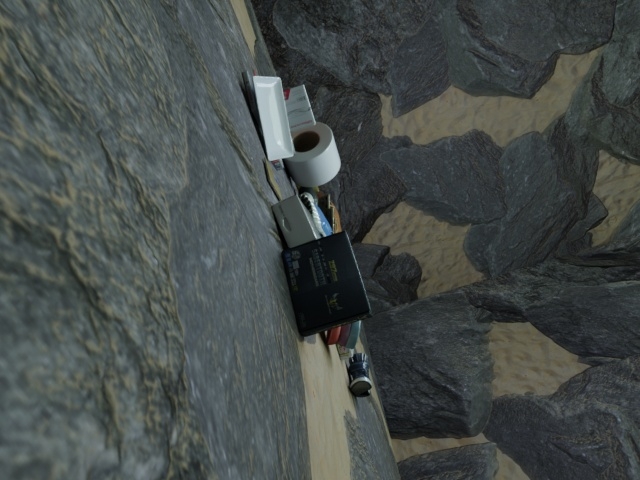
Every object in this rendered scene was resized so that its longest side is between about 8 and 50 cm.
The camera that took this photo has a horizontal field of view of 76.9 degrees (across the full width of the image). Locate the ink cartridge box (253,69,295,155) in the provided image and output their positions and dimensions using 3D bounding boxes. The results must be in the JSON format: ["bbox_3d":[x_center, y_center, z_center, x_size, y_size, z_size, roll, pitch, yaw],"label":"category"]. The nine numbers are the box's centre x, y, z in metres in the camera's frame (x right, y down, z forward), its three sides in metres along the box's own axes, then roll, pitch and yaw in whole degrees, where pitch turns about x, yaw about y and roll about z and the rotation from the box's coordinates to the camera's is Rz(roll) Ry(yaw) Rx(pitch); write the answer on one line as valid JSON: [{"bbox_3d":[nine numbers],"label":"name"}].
[{"bbox_3d":[-0.178,-0.498,1.573,0.275,0.060,0.238,67,8,-50],"label":"ink cartridge box"}]

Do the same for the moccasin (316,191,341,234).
[{"bbox_3d":[0.013,-0.086,1.909,0.147,0.139,0.379,52,24,-52],"label":"moccasin"}]

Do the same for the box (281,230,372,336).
[{"bbox_3d":[0.013,0.108,1.033,0.059,0.184,0.232,63,11,-63],"label":"box"}]

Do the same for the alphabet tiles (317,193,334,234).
[{"bbox_3d":[0.015,-0.003,1.585,0.285,0.011,0.342,176,-87,-77],"label":"alphabet tiles"}]

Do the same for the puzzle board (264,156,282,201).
[{"bbox_3d":[-0.151,-0.189,1.285,0.128,0.011,0.096,65,7,-58],"label":"puzzle board"}]

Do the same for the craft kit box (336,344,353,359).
[{"bbox_3d":[0.076,0.339,1.666,0.250,0.061,0.246,8,67,-84],"label":"craft kit box"}]

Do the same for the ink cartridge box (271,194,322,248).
[{"bbox_3d":[-0.060,-0.034,1.217,0.203,0.086,0.148,50,15,-78],"label":"ink cartridge box"}]

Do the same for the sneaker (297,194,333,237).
[{"bbox_3d":[0.000,0.000,1.398,0.147,0.130,0.329,14,56,-58],"label":"sneaker"}]

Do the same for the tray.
[{"bbox_3d":[-0.165,-0.411,1.366,0.145,0.030,0.270,-29,113,-53],"label":"tray"}]

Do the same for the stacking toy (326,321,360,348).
[{"bbox_3d":[0.109,0.195,1.372,0.309,0.131,0.279,-85,-173,-60],"label":"stacking toy"}]

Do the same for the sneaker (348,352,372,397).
[{"bbox_3d":[0.154,0.516,1.597,0.226,0.086,0.163,82,4,-59],"label":"sneaker"}]

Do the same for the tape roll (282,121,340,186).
[{"bbox_3d":[-0.045,-0.381,1.791,0.169,0.246,0.246,64,9,-53],"label":"tape roll"}]

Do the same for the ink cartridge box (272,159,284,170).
[{"bbox_3d":[-0.164,-0.304,1.440,0.115,0.029,0.062,58,15,-71],"label":"ink cartridge box"}]

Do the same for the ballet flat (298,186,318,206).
[{"bbox_3d":[-0.047,-0.130,1.785,0.096,0.095,0.280,21,50,-68],"label":"ballet flat"}]

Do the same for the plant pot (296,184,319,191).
[{"bbox_3d":[-0.073,-0.293,2.016,0.134,0.095,0.134,-18,90,-84],"label":"plant pot"}]

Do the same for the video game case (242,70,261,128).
[{"bbox_3d":[-0.221,-0.472,1.453,0.201,0.023,0.183,61,12,-66],"label":"video game case"}]

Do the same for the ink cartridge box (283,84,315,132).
[{"bbox_3d":[-0.092,-0.499,1.537,0.063,0.109,0.150,-104,176,-76],"label":"ink cartridge box"}]
